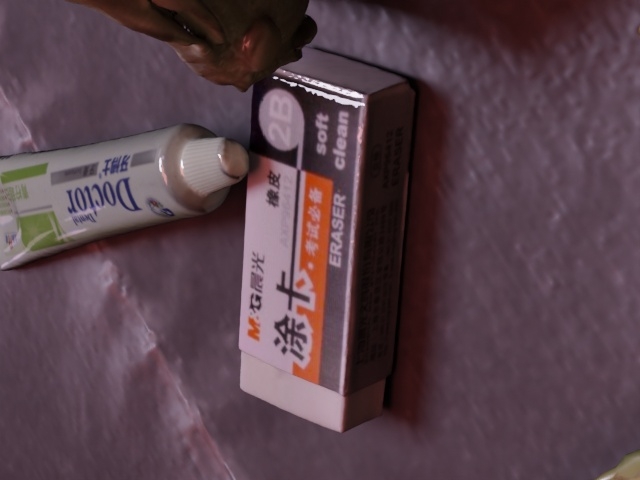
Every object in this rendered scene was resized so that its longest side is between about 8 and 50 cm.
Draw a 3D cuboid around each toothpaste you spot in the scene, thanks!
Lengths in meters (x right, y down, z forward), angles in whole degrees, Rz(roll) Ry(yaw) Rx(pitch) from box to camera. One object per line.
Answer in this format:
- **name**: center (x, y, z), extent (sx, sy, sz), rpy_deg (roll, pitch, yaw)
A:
- **toothpaste**: center (-0.084, -0.018, 0.681), extent (0.197, 0.029, 0.048), rpy_deg (-8, 98, 54)

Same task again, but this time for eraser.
- **eraser**: center (0.000, 0.000, 0.619), extent (0.052, 0.029, 0.122), rpy_deg (21, 117, 38)

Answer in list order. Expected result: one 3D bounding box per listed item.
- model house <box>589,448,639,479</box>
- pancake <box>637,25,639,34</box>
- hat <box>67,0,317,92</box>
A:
- **model house**: center (0.146, 0.228, 0.444), extent (0.266, 0.261, 0.321), rpy_deg (40, 152, -22)
- **pancake**: center (0.170, 0.025, 0.400), extent (0.212, 0.056, 0.257), rpy_deg (19, 151, 31)
- **hat**: center (-0.081, -0.166, 0.543), extent (0.149, 0.214, 0.245), rpy_deg (2, 98, 22)
